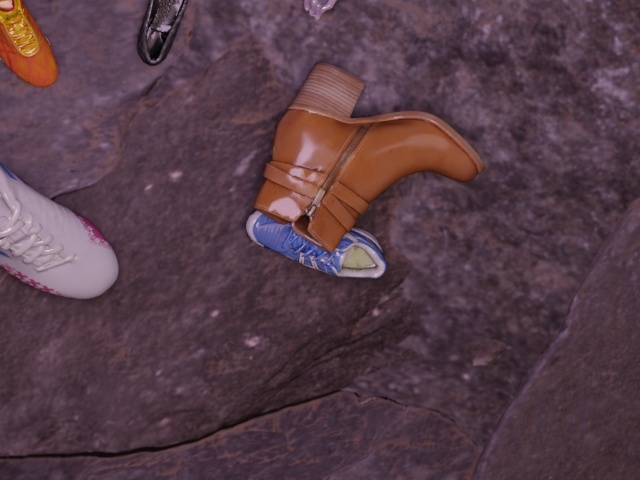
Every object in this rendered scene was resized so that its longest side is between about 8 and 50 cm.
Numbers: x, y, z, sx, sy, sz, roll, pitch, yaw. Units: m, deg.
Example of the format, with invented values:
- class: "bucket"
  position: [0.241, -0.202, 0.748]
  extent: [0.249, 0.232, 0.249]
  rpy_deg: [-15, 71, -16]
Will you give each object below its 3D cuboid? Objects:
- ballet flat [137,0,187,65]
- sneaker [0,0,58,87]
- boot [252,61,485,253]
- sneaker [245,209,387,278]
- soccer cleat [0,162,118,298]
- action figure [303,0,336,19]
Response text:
- class: "ballet flat"
  position: [-0.188, -0.301, 1.640]
  extent: [0.057, 0.049, 0.173]
  rpy_deg: [10, 103, -23]
- class: "sneaker"
  position: [-0.373, -0.258, 1.580]
  extent: [0.064, 0.067, 0.175]
  rpy_deg: [-34, 116, -8]
- class: "boot"
  position: [0.064, -0.081, 1.739]
  extent: [0.283, 0.109, 0.220]
  rpy_deg: [27, 80, -20]
- class: "sneaker"
  position: [0.000, 0.000, 1.787]
  extent: [0.211, 0.081, 0.080]
  rpy_deg: [15, 103, -21]
- class: "soccer cleat"
  position: [-0.383, -0.018, 1.611]
  extent: [0.331, 0.143, 0.116]
  rpy_deg: [39, 92, -26]
- class: "action figure"
  position: [0.057, -0.458, 1.641]
  extent: [0.370, 0.248, 0.276]
  rpy_deg: [40, 48, -38]
